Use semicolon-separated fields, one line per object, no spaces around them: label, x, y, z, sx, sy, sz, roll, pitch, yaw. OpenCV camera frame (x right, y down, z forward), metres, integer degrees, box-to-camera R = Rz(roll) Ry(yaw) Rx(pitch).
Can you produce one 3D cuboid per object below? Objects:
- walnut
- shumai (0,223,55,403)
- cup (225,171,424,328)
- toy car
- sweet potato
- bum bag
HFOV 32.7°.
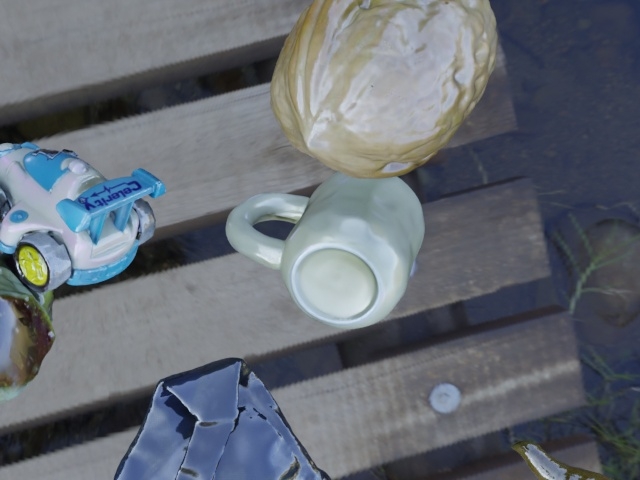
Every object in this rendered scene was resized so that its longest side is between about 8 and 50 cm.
walnut;0.042;-0.124;0.796;0.155;0.155;0.184;41;60;-9
shumai;-0.456;0.098;1.316;0.304;0.263;0.309;-30;121;-3
cup;0.012;-0.013;1.499;0.255;0.202;0.173;34;123;-4
toy car;-0.217;-0.045;0.916;0.161;0.098;0.126;43;40;17
sweet potato;0.330;0.302;1.244;0.249;0.059;0.069;42;104;7
bum bag;-0.039;0.228;0.852;0.137;0.074;0.310;-38;106;-5
